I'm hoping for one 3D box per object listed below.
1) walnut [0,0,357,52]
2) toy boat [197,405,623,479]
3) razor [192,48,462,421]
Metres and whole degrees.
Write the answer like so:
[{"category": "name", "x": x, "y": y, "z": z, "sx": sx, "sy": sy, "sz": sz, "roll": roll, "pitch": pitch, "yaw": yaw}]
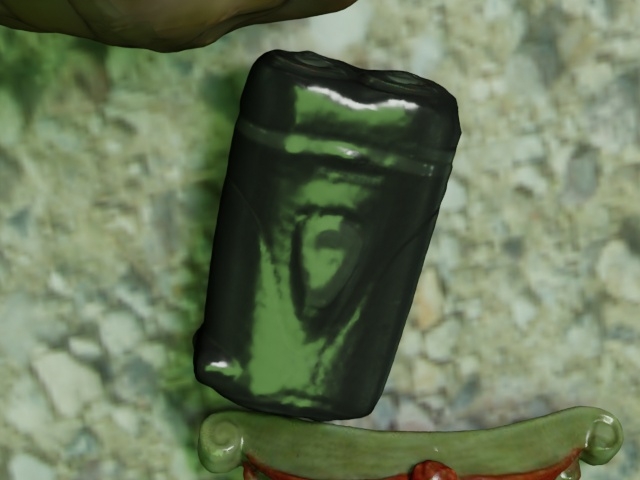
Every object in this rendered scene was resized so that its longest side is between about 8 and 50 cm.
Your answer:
[{"category": "walnut", "x": -0.061, "y": -0.187, "z": 0.464, "sx": 0.273, "sy": 0.273, "sz": 0.227, "roll": 44, "pitch": 62, "yaw": -13}, {"category": "toy boat", "x": 0.041, "y": 0.106, "z": 0.640, "sx": 0.185, "sy": 0.071, "sz": 0.089, "roll": 0, "pitch": 146, "yaw": -5}, {"category": "razor", "x": 0.000, "y": 0.000, "z": 0.616, "sx": 0.090, "sy": 0.054, "sz": 0.148, "roll": 12, "pitch": 104, "yaw": -8}]
